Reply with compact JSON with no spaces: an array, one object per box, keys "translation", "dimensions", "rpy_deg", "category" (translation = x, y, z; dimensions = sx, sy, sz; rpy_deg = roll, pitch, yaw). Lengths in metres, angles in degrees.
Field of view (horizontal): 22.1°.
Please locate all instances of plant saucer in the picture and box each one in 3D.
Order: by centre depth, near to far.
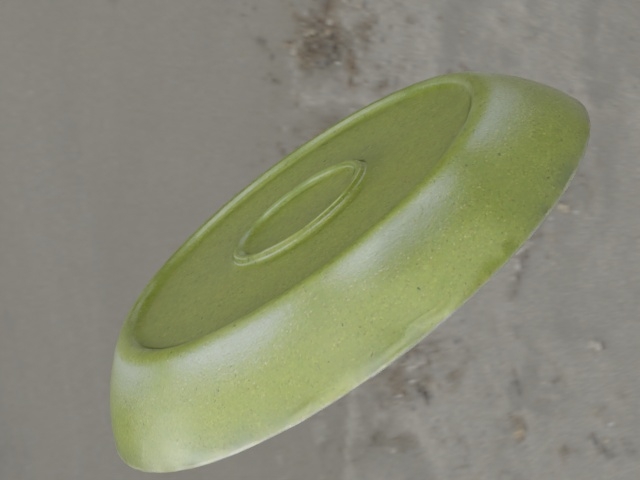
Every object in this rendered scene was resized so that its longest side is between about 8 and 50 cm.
[{"translation":[0.000,0.000,0.682],"dimensions":[0.241,0.241,0.037],"rpy_deg":[-30,107,27],"category":"plant saucer"}]
